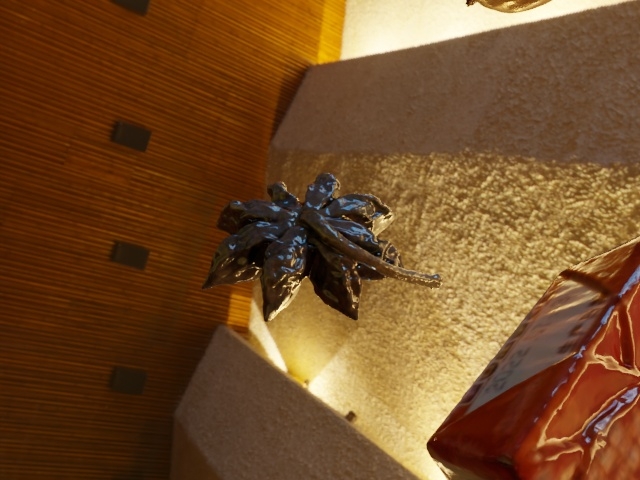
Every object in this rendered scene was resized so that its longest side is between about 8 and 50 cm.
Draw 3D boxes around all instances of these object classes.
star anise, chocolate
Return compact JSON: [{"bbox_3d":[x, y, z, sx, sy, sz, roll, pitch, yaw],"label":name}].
[{"bbox_3d":[0.000,0.000,0.629,0.230,0.263,0.081,-59,158,-49],"label":"star anise"},{"bbox_3d":[0.214,0.151,0.412,0.235,0.237,0.108,-41,-171,-30],"label":"chocolate"}]

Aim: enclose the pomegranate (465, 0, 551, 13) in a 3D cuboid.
[{"bbox_3d":[0.311,-0.462,0.936,0.207,0.207,0.207,-33,-131,47],"label":"pomegranate"}]
